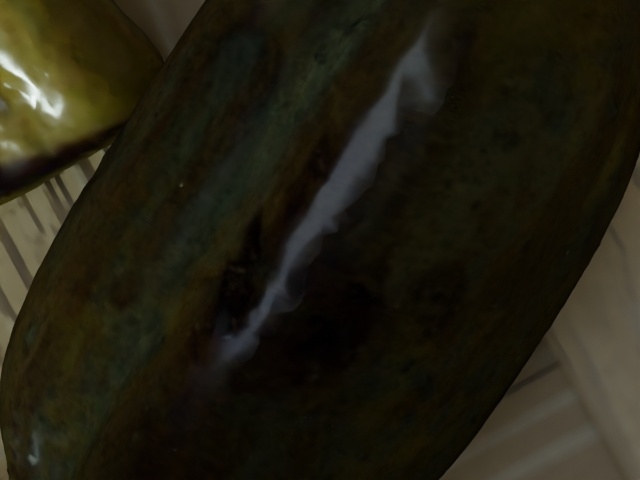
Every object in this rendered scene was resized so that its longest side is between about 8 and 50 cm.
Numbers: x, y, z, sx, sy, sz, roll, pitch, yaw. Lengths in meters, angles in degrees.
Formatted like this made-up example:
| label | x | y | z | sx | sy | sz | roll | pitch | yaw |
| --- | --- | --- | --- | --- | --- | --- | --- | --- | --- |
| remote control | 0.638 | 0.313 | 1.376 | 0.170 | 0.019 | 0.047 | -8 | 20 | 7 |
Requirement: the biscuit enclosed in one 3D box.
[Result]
| label | x | y | z | sx | sy | sz | roll | pitch | yaw |
| --- | --- | --- | --- | --- | --- | --- | --- | --- | --- |
| biscuit | -0.157 | -0.068 | 0.523 | 0.174 | 0.039 | 0.183 | -24 | 121 | 17 |

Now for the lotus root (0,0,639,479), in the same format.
| label | x | y | z | sx | sy | sz | roll | pitch | yaw |
| --- | --- | --- | --- | --- | --- | --- | --- | --- | --- |
| lotus root | 0.000 | 0.000 | 0.478 | 0.241 | 0.123 | 0.124 | -56 | 47 | 14 |
